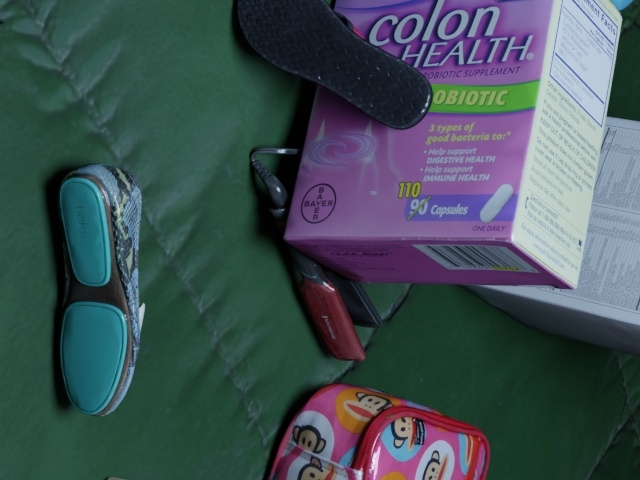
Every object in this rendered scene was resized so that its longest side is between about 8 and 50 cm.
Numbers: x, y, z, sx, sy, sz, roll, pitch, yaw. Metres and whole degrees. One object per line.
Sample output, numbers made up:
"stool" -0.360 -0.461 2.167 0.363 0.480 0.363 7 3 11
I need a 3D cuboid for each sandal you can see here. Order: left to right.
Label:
"sandal" 0.009 -0.147 1.100 0.067 0.179 0.040 -54 176 9

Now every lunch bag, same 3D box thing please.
"lunch bag" 0.044 0.289 1.299 0.258 0.120 0.293 24 84 -55

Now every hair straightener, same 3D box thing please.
"hair straightener" 0.000 0.000 1.217 0.089 0.047 0.230 -59 134 -35

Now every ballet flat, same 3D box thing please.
"ballet flat" -0.153 0.034 1.022 0.070 0.070 0.188 -17 117 -47

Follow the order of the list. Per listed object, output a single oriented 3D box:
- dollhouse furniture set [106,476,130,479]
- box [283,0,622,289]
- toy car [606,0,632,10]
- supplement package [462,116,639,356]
"dollhouse furniture set" -0.141 0.283 1.067 0.151 0.144 0.123 -61 146 -40
"box" 0.109 -0.093 1.140 0.117 0.213 0.243 32 66 -50
"toy car" 0.188 -0.240 1.275 0.210 0.219 0.238 -30 153 -47
"supplement package" 0.308 0.001 1.401 0.199 0.262 0.198 30 78 -50
